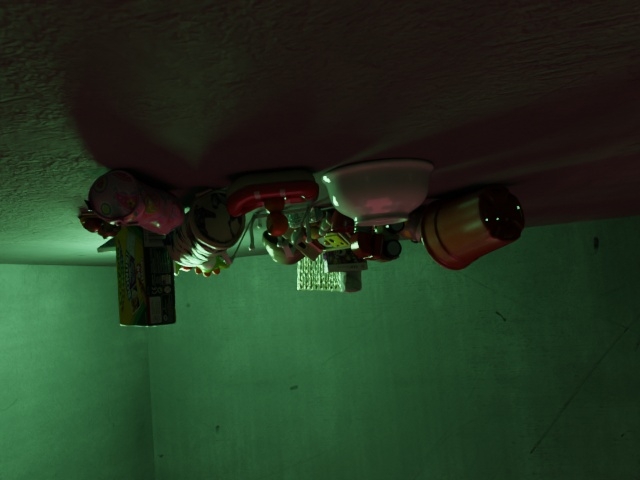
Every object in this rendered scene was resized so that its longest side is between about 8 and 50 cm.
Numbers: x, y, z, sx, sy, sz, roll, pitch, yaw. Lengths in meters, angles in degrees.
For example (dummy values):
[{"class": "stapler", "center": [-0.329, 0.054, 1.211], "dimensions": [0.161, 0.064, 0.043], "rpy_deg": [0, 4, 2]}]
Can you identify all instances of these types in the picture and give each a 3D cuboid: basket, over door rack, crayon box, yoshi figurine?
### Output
[{"class": "basket", "center": [0.052, 0.097, 2.535], "dimensions": [0.266, 0.332, 0.328], "rpy_deg": [-1, 176, 18]}, {"class": "over door rack", "center": [-0.161, -0.005, 1.675], "dimensions": [0.239, 0.108, 0.324], "rpy_deg": [-8, -156, 18]}, {"class": "crayon box", "center": [-0.610, 0.109, 1.709], "dimensions": [0.106, 0.363, 0.313], "rpy_deg": [-1, 173, -38]}, {"class": "yoshi figurine", "center": [-0.571, 0.028, 2.246], "dimensions": [0.362, 0.204, 0.203], "rpy_deg": [15, 124, -32]}]

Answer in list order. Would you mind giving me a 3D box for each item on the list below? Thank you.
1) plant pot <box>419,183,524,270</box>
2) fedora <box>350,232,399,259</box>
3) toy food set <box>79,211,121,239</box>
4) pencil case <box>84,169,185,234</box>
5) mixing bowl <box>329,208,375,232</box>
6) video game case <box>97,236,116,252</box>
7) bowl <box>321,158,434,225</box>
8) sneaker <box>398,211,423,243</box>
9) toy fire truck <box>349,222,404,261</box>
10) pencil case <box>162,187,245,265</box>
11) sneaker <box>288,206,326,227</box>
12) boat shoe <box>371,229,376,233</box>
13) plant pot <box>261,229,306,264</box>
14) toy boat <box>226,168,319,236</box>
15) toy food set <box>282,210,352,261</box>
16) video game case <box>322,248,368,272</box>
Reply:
[{"class": "plant pot", "center": [0.533, -0.056, 1.719], "dimensions": [0.272, 0.273, 0.265], "rpy_deg": [-2, 167, -27]}, {"class": "fedora", "center": [0.220, -0.025, 2.087], "dimensions": [0.275, 0.124, 0.243], "rpy_deg": [26, -173, 22]}, {"class": "toy food set", "center": [-0.702, -0.040, 1.596], "dimensions": [0.128, 0.071, 0.218], "rpy_deg": [-3, 174, -24]}, {"class": "pencil case", "center": [-0.422, -0.080, 1.165], "dimensions": [0.124, 0.124, 0.284], "rpy_deg": [-5, 176, 4]}, {"class": "mixing bowl", "center": [0.115, -0.086, 1.741], "dimensions": [0.181, 0.098, 0.181], "rpy_deg": [-5, 175, 0]}, {"class": "video game case", "center": [-0.745, 0.002, 1.960], "dimensions": [0.201, 0.023, 0.183], "rpy_deg": [-6, -163, 2]}, {"class": "bowl", "center": [0.154, -0.112, 1.295], "dimensions": [0.297, 0.134, 0.298], "rpy_deg": [-6, 175, -1]}, {"class": "sneaker", "center": [0.389, -0.076, 2.144], "dimensions": [0.147, 0.145, 0.384], "rpy_deg": [24, 180, 7]}, {"class": "toy fire truck", "center": [0.136, -0.058, 1.552], "dimensions": [0.246, 0.217, 0.158], "rpy_deg": [12, 171, -15]}, {"class": "pencil case", "center": [-0.351, -0.032, 1.464], "dimensions": [0.160, 0.183, 0.410], "rpy_deg": [-45, -169, -27]}, {"class": "sneaker", "center": [-0.050, -0.083, 1.839], "dimensions": [0.166, 0.065, 0.076], "rpy_deg": [-6, 179, 29]}, {"class": "boat shoe", "center": [0.187, -0.075, 1.889], "dimensions": [0.110, 0.105, 0.307], "rpy_deg": [-5, 176, -14]}, {"class": "plant pot", "center": [-0.150, 0.036, 2.226], "dimensions": [0.237, 0.110, 0.237], "rpy_deg": [9, -158, -4]}, {"class": "toy boat", "center": [-0.115, -0.085, 1.221], "dimensions": [0.230, 0.151, 0.151], "rpy_deg": [-5, 175, 3]}, {"class": "toy food set", "center": [0.000, 0.000, 1.991], "dimensions": [0.219, 0.092, 0.306], "rpy_deg": [42, 149, -28]}, {"class": "video game case", "center": [0.104, 0.023, 2.209], "dimensions": [0.210, 0.232, 0.041], "rpy_deg": [-2, 172, -29]}]
